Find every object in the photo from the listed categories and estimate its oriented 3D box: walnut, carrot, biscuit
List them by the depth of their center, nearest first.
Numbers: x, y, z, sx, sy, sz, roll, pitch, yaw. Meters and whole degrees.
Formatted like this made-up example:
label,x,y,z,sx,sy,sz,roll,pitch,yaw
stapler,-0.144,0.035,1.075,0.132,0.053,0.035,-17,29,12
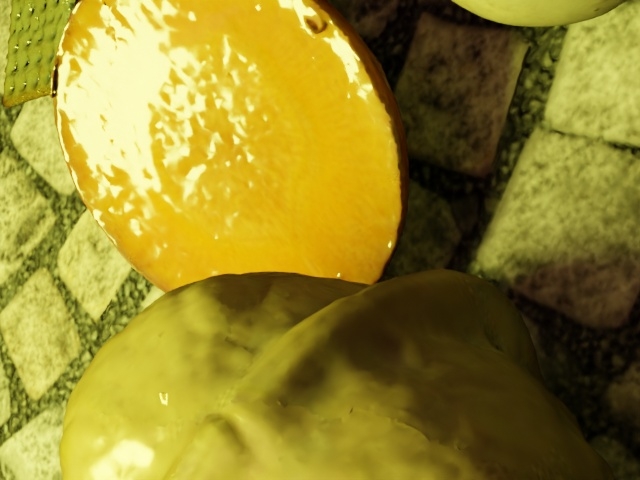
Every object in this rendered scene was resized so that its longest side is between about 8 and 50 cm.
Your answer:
label,x,y,z,sx,sy,sz,roll,pitch,yaw
walnut,0.019,0.180,0.845,0.381,0.381,0.381,-8,77,38
carrot,-0.064,-0.069,1.009,0.258,0.100,0.307,-31,93,21
biscuit,-0.277,-0.237,1.367,0.144,0.016,0.203,-1,81,53

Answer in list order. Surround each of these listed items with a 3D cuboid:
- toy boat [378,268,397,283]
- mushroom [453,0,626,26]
label,x,y,z,sx,sy,sz,roll,pitch,yaw
toy boat,0.000,0.000,1.088,0.149,0.047,0.049,38,107,33
mushroom,0.151,-0.243,0.942,0.206,0.209,0.206,0,90,-1
